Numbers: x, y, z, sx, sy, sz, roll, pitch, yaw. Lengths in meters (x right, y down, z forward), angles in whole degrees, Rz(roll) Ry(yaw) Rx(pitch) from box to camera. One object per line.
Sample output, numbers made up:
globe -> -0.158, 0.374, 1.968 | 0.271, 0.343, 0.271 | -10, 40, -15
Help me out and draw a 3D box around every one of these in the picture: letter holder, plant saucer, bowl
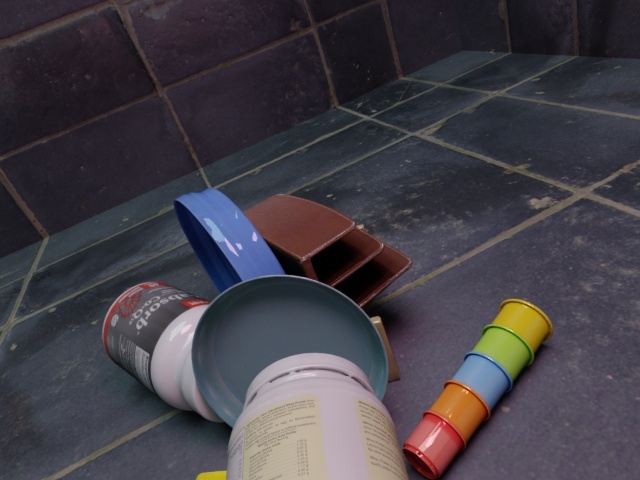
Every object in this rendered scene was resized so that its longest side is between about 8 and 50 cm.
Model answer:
letter holder -> 0.000, 0.000, 0.896 | 0.214, 0.152, 0.301 | -34, 30, -19
plant saucer -> -0.050, 0.196, 0.752 | 0.317, 0.318, 0.044 | -14, 16, 12
bowl -> -0.157, 0.071, 0.938 | 0.077, 0.392, 0.391 | -33, 31, -20

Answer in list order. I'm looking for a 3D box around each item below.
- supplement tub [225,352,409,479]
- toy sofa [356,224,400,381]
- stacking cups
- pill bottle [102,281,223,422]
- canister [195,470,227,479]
supplement tub -> -0.001, 0.324, 0.572 | 0.235, 0.236, 0.325 | -19, 29, 4
toy sofa -> 0.039, 0.128, 0.962 | 0.176, 0.150, 0.363 | -15, 30, 8
stacking cups -> 0.250, 0.226, 0.723 | 0.096, 0.096, 0.316 | 14, 46, 46
pill bottle -> -0.279, 0.219, 0.958 | 0.362, 0.210, 0.210 | 11, 42, 43
canister -> -0.146, 0.429, 0.661 | 0.126, 0.074, 0.170 | -12, 32, 17
